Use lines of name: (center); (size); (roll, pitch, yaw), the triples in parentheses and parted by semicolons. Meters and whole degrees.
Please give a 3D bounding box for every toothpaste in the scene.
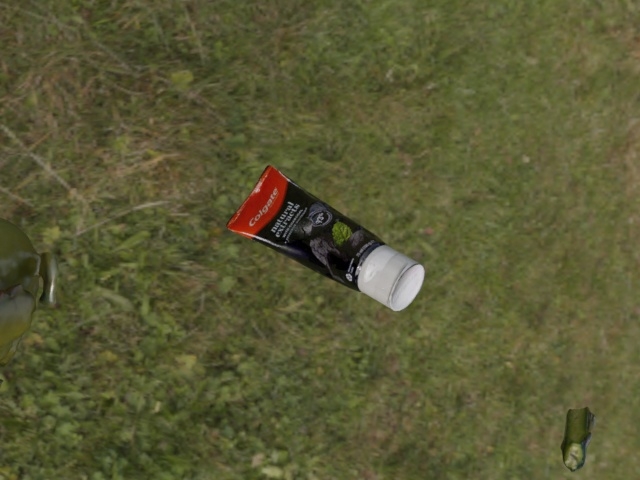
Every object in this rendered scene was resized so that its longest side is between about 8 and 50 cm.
toothpaste: (0.000, 0.000, 0.794); (0.071, 0.193, 0.045); (-54, 147, -6)

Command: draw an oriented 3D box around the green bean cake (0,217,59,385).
green bean cake: (-0.381, 0.076, 0.631); (0.285, 0.310, 0.202); (-68, 169, 8)

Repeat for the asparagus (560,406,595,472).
asparagus: (0.222, 0.169, 0.788); (0.108, 0.025, 0.021); (-35, 115, -66)
